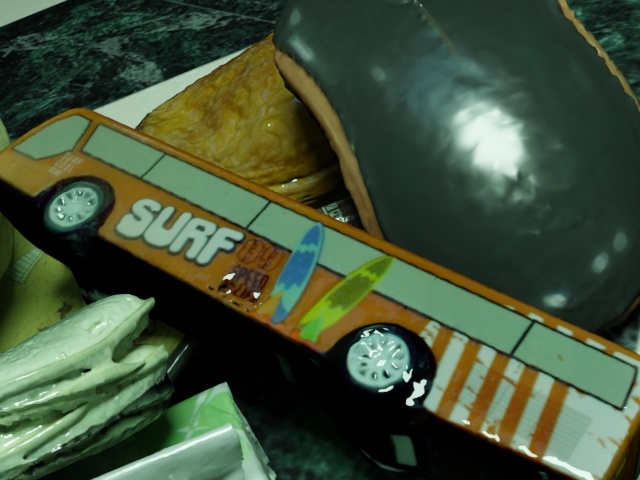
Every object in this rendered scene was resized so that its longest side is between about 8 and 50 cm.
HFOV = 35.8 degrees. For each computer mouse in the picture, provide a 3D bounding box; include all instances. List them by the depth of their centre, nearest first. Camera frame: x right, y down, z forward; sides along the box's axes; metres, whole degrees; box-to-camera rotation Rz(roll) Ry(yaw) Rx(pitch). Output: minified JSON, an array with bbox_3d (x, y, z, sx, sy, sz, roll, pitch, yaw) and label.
[{"bbox_3d":[0.087,-0.084,0.611,0.183,0.116,0.323,-27,63,-2],"label":"computer mouse"}]

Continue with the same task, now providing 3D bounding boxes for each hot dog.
[{"bbox_3d":[-0.023,-0.107,0.809,0.272,0.122,0.196,-33,31,13],"label":"hot dog"}]

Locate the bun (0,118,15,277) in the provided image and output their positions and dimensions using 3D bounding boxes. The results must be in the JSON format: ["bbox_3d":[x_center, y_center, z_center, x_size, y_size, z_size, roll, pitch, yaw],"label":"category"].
[{"bbox_3d":[-0.325,0.033,0.627,0.202,0.364,0.364,32,51,6],"label":"bun"}]

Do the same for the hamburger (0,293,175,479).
[{"bbox_3d":[-0.131,0.077,0.454,0.140,0.062,0.133,-23,4,34],"label":"hamburger"}]

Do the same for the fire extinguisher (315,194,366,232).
[{"bbox_3d":[0.000,0.000,0.711,0.158,0.043,0.064,-24,75,-2],"label":"fire extinguisher"}]

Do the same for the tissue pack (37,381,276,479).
[{"bbox_3d":[-0.120,0.166,0.448,0.229,0.145,0.159,-26,33,-7],"label":"tissue pack"}]

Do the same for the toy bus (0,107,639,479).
[{"bbox_3d":[-0.023,0.034,0.542,0.408,0.093,0.092,25,61,28],"label":"toy bus"}]

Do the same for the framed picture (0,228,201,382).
[{"bbox_3d":[-0.199,0.044,0.723,0.338,0.014,0.255,22,70,48],"label":"framed picture"}]
